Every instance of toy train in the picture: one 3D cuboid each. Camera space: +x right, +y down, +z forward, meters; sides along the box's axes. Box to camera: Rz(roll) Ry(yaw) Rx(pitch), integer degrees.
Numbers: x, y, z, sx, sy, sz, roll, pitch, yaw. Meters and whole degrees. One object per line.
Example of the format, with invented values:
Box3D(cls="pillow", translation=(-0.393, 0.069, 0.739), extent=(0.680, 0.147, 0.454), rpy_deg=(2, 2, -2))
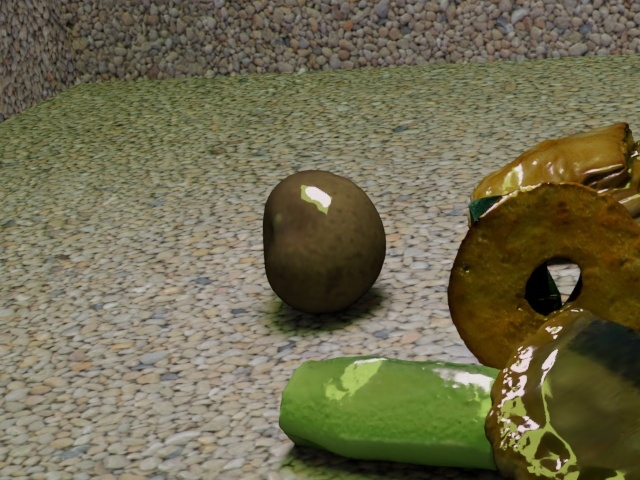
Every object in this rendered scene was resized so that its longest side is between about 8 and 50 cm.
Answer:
Box3D(cls="toy train", translation=(0.302, 0.037, 2.135), extent=(0.138, 0.178, 0.330), rpy_deg=(-8, 21, 2))

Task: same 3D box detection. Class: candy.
Box3D(cls="candy", translation=(0.108, 0.231, 1.767), extent=(0.343, 0.132, 0.142), rpy_deg=(2, 64, 32))

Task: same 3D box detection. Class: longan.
Box3D(cls="longan", translation=(0.000, 0.000, 2.274), extent=(0.215, 0.246, 0.246), rpy_deg=(-36, 13, 17))

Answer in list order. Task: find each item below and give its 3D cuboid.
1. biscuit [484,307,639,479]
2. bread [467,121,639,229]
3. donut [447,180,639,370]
Box3D(cls="biscuit", translation=(0.369, 0.217, 1.605), extent=(0.335, 0.078, 0.329), rpy_deg=(17, 44, 8))
Box3D(cls="bread", translation=(0.453, -0.095, 2.431), extent=(0.370, 0.191, 0.314), rpy_deg=(-4, 20, 15))
Box3D(cls="donut", translation=(0.325, 0.062, 1.933), extent=(0.303, 0.303, 0.110), rpy_deg=(-9, 0, -2))
